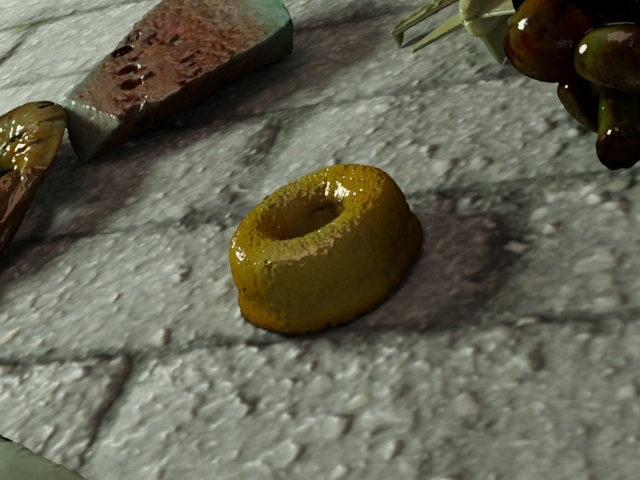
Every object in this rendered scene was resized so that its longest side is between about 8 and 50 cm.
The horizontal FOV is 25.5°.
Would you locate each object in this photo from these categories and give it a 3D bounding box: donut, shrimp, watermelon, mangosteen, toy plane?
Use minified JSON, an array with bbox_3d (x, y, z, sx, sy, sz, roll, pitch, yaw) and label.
[{"bbox_3d":[0.000,0.000,1.010,0.152,0.058,0.152,-17,28,10],"label":"donut"},{"bbox_3d":[-0.294,-0.040,1.266,0.145,0.061,0.267,-22,30,22],"label":"shrimp"},{"bbox_3d":[-0.140,-0.159,1.353,0.241,0.094,0.154,-36,41,-17],"label":"watermelon"},{"bbox_3d":[0.225,-0.164,0.997,0.211,0.211,0.250,3,70,38],"label":"mangosteen"},{"bbox_3d":[0.173,-0.248,1.250,0.242,0.104,0.256,-19,33,41],"label":"toy plane"}]

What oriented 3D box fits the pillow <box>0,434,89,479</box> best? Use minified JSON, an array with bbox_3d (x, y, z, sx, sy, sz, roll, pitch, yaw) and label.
[{"bbox_3d":[-0.235,0.208,0.845,0.128,0.051,0.229,21,49,38],"label":"pillow"}]
